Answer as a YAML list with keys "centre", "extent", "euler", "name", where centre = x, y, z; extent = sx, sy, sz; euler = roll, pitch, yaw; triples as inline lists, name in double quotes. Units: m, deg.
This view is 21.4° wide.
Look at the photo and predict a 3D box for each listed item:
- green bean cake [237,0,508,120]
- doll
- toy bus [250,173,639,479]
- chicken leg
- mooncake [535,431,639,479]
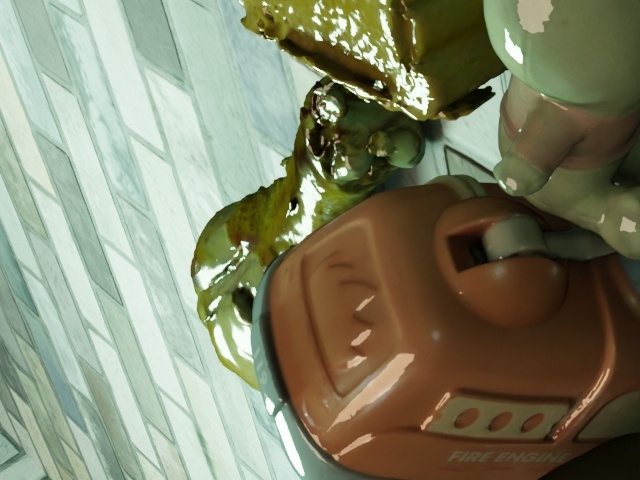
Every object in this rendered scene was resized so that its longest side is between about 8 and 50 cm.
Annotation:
- centre: [0.030, -0.206, 1.031]
  extent: [0.224, 0.131, 0.229]
  euler: [33, 145, 43]
  name: "green bean cake"
- centre: [0.140, -0.108, 0.906]
  extent: [0.113, 0.155, 0.275]
  euler: [16, 141, 30]
  name: "doll"
- centre: [0.106, 0.055, 1.063]
  extent: [0.232, 0.288, 0.194]
  euler: [-52, 44, 45]
  name: "toy bus"
- centre: [0.000, 0.000, 1.397]
  extent: [0.201, 0.153, 0.429]
  euler: [38, 147, 13]
  name: "chicken leg"
- centre: [0.194, 0.260, 0.965]
  extent: [0.284, 0.156, 0.284]
  euler: [53, 160, 29]
  name: "mooncake"
